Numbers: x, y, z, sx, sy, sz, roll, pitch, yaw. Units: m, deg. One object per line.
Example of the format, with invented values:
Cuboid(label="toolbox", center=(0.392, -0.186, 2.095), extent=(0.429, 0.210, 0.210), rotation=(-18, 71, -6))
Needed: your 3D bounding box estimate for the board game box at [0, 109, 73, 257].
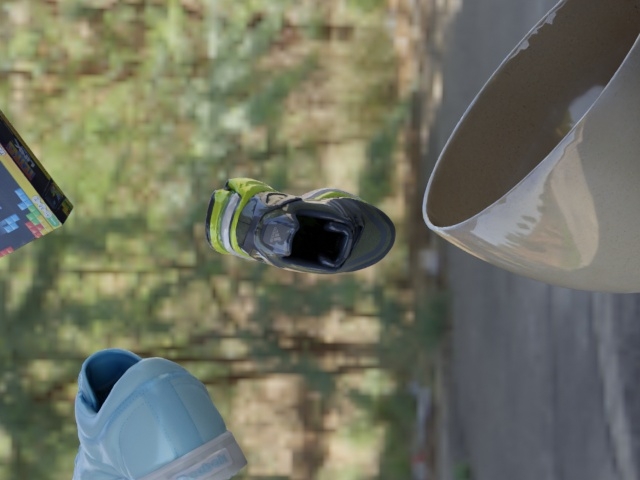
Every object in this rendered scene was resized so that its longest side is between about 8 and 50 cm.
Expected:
Cuboid(label="board game box", center=(-0.375, -0.063, 2.037), extent=(0.170, 0.141, 0.048), rotation=(54, -156, -19))

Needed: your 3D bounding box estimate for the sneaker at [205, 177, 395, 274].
Cuboid(label="sneaker", center=(0.000, 0.000, 2.183), extent=(0.121, 0.300, 0.111), rotation=(22, 102, 36))

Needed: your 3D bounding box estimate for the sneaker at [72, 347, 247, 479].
Cuboid(label="sneaker", center=(-0.168, 0.168, 1.740), extent=(0.150, 0.135, 0.366), rotation=(65, 156, 1))

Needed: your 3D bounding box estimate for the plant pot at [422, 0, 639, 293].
Cuboid(label="plant pot", center=(0.247, -0.067, 1.527), extent=(0.284, 0.191, 0.284), rotation=(-49, 15, 17))
